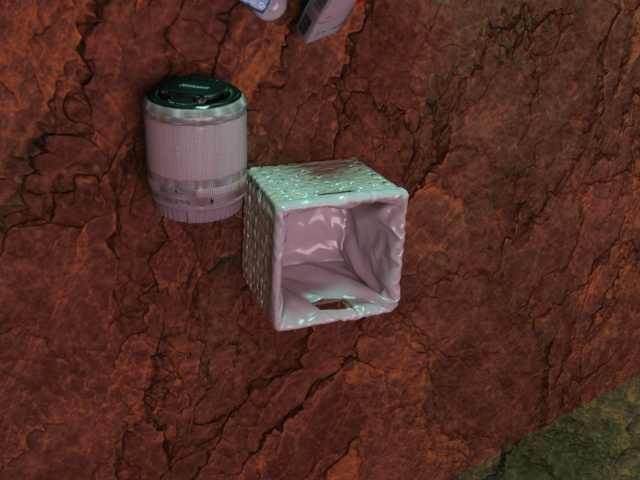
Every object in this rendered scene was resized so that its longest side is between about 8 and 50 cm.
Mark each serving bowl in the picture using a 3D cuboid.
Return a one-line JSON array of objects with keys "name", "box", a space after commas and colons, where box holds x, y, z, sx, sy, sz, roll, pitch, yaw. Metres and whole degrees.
[{"name": "serving bowl", "box": [-0.109, -0.519, 1.979, 0.083, 0.027, 0.083, -11, 119, -19]}]

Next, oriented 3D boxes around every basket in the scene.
[{"name": "basket", "box": [0.000, 0.000, 2.160, 0.328, 0.266, 0.331, -8, 118, -22]}]

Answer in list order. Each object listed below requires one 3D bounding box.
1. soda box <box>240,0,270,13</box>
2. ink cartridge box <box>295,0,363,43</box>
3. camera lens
[{"name": "soda box", "box": [-0.197, -0.557, 1.880, 0.210, 0.067, 0.071, 26, 101, -27]}, {"name": "ink cartridge box", "box": [0.075, -0.527, 1.948, 0.232, 0.066, 0.189, -23, 168, -27]}, {"name": "camera lens", "box": [-0.268, -0.202, 1.953, 0.219, 0.219, 0.274, -10, 119, -21]}]
